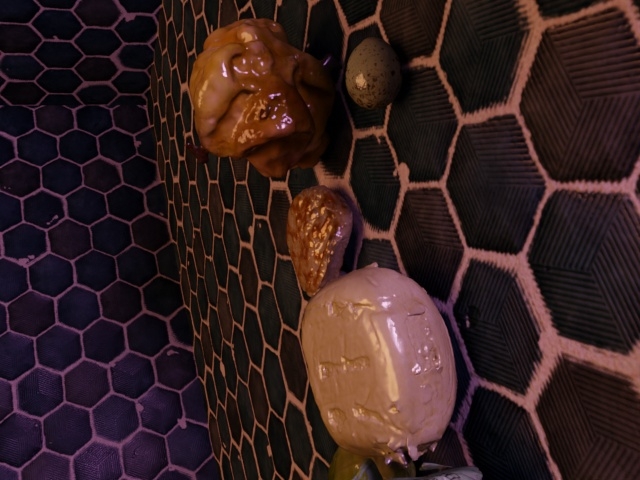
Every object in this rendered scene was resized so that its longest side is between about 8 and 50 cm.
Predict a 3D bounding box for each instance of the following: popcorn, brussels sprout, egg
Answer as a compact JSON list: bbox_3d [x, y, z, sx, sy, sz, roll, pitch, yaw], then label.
[{"bbox_3d":[-0.088,-0.251,1.089,0.297,0.281,0.315,52,-164,-30],"label":"popcorn"},{"bbox_3d":[0.082,0.394,0.974,0.161,0.144,0.180,84,-172,-53],"label":"brussels sprout"},{"bbox_3d":[0.079,-0.249,0.897,0.085,0.085,0.110,155,110,-64],"label":"egg"}]

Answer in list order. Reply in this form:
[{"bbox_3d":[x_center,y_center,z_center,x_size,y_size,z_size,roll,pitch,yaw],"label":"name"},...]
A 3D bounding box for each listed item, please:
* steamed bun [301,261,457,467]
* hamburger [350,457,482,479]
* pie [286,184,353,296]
[{"bbox_3d":[0.098,0.174,0.867,0.232,0.166,0.272,-37,64,50],"label":"steamed bun"},{"bbox_3d":[0.130,0.347,0.770,0.260,0.276,0.150,-48,28,50],"label":"hamburger"},{"bbox_3d":[0.000,0.000,1.128,0.179,0.084,0.205,51,138,48],"label":"pie"}]
